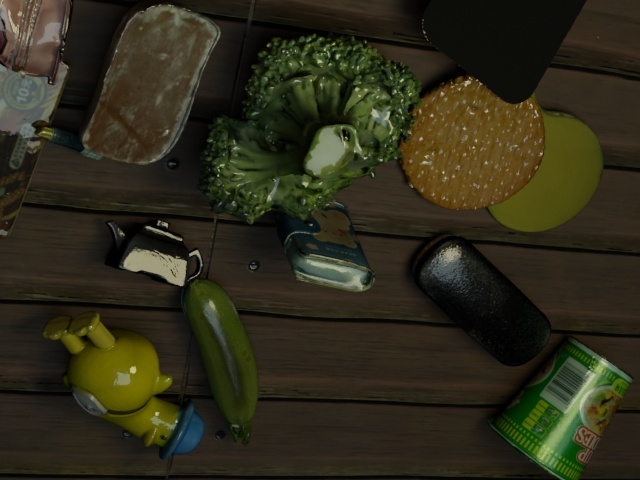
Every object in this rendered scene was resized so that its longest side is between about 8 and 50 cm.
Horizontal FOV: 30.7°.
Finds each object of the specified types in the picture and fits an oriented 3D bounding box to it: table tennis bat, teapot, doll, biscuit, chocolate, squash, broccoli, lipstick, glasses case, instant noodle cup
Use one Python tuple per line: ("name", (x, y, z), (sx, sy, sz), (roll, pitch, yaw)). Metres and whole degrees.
("table tennis bat", (0.364, -0.170, 2.010), (0.224, 0.054, 0.369), (-24, 122, -1))
("teapot", (-0.267, 0.013, 1.871), (0.177, 0.087, 0.096), (20, 83, -25))
("doll", (-0.322, 0.244, 1.937), (0.199, 0.145, 0.363), (-6, 134, 29))
("biscuit", (0.254, -0.162, 1.953), (0.254, 0.035, 0.254), (-1, 119, -1))
("chocolate", (-0.266, -0.246, 1.751), (0.157, 0.080, 0.254), (12, 112, -38))
("squash", (-0.155, 0.209, 1.990), (0.094, 0.094, 0.341), (-19, 115, -9))
("broccoli", (-0.028, -0.181, 1.757), (0.375, 0.302, 0.249), (-25, 80, 0))
("lipstick", (-0.378, -0.153, 1.760), (0.116, 0.037, 0.037), (18, 108, -44))
("glasses case", (0.292, 0.110, 2.091), (0.122, 0.082, 0.321), (-46, 117, 4))
("instant noodle cup", (0.459, 0.308, 2.186), (0.207, 0.207, 0.233), (32, 93, -27))

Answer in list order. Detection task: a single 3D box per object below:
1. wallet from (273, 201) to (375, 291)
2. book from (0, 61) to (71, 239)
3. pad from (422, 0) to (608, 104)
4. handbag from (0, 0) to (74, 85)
("wallet", (0.000, 0.000, 1.880), (0.141, 0.202, 0.059), (14, 119, -21))
("book", (-0.611, -0.190, 1.685), (0.428, 0.039, 0.300), (17, 107, -25))
("pad", (0.340, -0.411, 1.888), (0.315, 0.063, 0.375), (34, 85, -25))
("handbag", (-0.401, -0.326, 1.617), (0.116, 0.179, 0.205), (11, 93, -16))
